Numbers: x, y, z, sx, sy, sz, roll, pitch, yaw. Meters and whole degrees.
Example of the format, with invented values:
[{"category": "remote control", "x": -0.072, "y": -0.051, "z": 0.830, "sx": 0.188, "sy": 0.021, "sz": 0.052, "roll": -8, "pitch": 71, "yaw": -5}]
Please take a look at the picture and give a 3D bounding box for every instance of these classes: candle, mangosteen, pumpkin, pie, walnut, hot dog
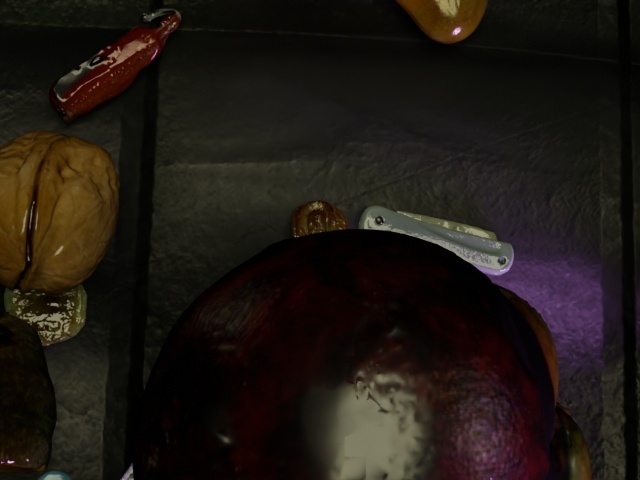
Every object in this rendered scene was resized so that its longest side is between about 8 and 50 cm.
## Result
[{"category": "candle", "x": -0.202, "y": -0.177, "z": 1.383, "sx": 0.162, "sy": 0.048, "sz": 0.053, "roll": -40, "pitch": 121, "yaw": -14}, {"category": "mangosteen", "x": 0.031, "y": 0.186, "z": 1.183, "sx": 0.381, "sy": 0.421, "sz": 0.381, "roll": -6, "pitch": 75, "yaw": 21}, {"category": "pumpkin", "x": -0.386, "y": 0.125, "z": 1.195, "sx": 0.317, "sy": 0.222, "sz": 0.139, "roll": 8, "pitch": 71, "yaw": -5}, {"category": "pie", "x": -0.264, "y": 0.059, "z": 1.332, "sx": 0.084, "sy": 0.020, "sz": 0.084, "roll": 2, "pitch": 78, "yaw": -9}, {"category": "walnut", "x": -0.261, "y": -0.024, "z": 1.279, "sx": 0.144, "sy": 0.144, "sz": 0.180, "roll": 13, "pitch": 36, "yaw": -6}, {"category": "hot dog", "x": 0.000, "y": 0.000, "z": 1.376, "sx": 0.058, "sy": 0.035, "sz": 0.083, "roll": -6, "pitch": 80, "yaw": -6}]

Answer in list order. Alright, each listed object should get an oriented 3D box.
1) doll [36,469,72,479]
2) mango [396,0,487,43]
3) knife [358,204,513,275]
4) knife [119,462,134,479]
[{"category": "doll", "x": -0.175, "y": 0.347, "z": 1.228, "sx": 0.177, "sy": 0.141, "sz": 0.314, "roll": -27, "pitch": 89, "yaw": -13}, {"category": "mango", "x": 0.100, "y": -0.311, "z": 1.424, "sx": 0.136, "sy": 0.099, "sz": 0.227, "roll": -30, "pitch": 93, "yaw": -18}, {"category": "knife", "x": 0.119, "y": -0.003, "z": 1.401, "sx": 0.162, "sy": 0.023, "sz": 0.044, "roll": 17, "pitch": 79, "yaw": -5}, {"category": "knife", "x": -0.158, "y": 0.202, "z": 1.323, "sx": 0.028, "sy": 0.015, "sz": 0.210, "roll": 37, "pitch": 77, "yaw": -6}]
